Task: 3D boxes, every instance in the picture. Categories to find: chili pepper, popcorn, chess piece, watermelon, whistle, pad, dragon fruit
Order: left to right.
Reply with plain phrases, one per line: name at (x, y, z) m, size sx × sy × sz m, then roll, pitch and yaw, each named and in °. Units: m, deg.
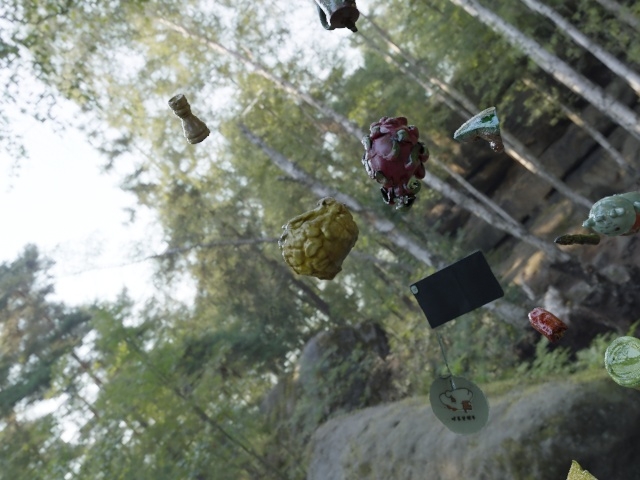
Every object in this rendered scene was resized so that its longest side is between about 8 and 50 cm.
chess piece at (-0.332, -0.308, 1.791) m, size 0.066 × 0.122 × 0.066 m, roll -19°, pitch 35°, yaw 14°
popcorn at (0.000, 0.000, 2.021) m, size 0.250 × 0.190 × 0.250 m, roll -41°, pitch -29°, yaw -30°
dragon fruit at (0.230, -0.242, 2.192) m, size 0.198 × 0.219 × 0.272 m, roll -54°, pitch -39°, yaw -62°
pad at (0.305, 0.112, 1.610) m, size 0.193 × 0.116 × 0.004 m, roll -30°, pitch -5°, yaw 26°
watermelon at (0.327, -0.227, 1.446) m, size 0.101 × 0.080 × 0.155 m, roll -16°, pitch 35°, yaw 26°
chili pepper at (0.697, 0.258, 2.202) m, size 0.123 × 0.071 × 0.073 m, roll -135°, pitch 52°, yaw -57°
whistle at (0.689, -0.060, 1.628) m, size 0.253 × 0.102 × 0.105 m, roll -12°, pitch -70°, yaw -43°

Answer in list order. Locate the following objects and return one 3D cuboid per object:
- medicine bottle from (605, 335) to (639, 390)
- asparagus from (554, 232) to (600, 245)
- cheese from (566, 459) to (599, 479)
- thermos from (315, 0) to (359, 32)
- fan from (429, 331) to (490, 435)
medicine bottle at (0.802, 0.312, 1.729) m, size 0.239 × 0.124 × 0.124 m, roll 18°, pitch -56°, yaw -37°
asparagus at (0.711, -0.002, 1.977) m, size 0.165 × 0.030 × 0.036 m, roll -2°, pitch -34°, yaw -26°
cheese at (0.547, 0.552, 1.475) m, size 0.126 × 0.171 × 0.093 m, roll -8°, pitch 13°, yaw -9°
thermos at (0.029, -0.718, 2.028) m, size 0.146 × 0.265 × 0.176 m, roll -7°, pitch -23°, yaw -24°
fan at (0.380, 0.408, 2.056) m, size 0.191 × 0.329 × 0.009 m, roll 1°, pitch -38°, yaw -21°
